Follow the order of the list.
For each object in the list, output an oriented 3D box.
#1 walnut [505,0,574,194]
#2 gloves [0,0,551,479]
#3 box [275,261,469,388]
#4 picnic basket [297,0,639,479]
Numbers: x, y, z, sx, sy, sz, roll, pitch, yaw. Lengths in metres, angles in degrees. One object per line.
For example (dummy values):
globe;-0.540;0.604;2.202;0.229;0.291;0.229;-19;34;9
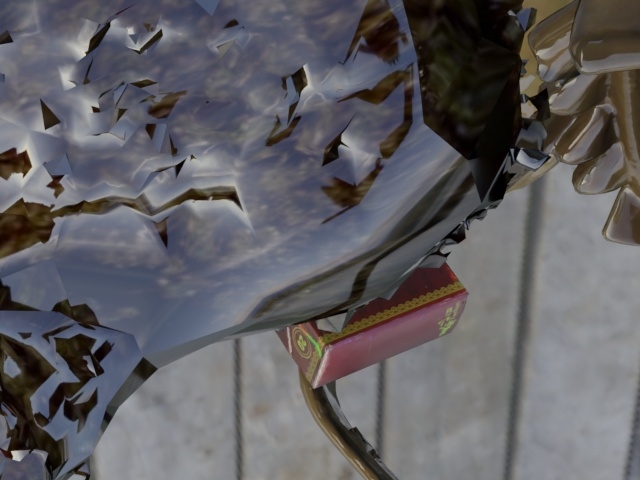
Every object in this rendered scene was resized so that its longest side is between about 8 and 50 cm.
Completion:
walnut;0.031;-0.114;0.898;0.225;0.225;0.261;17;159;-31
gloves;-0.100;-0.054;0.377;0.312;0.135;0.210;12;124;-3
box;0.000;0.000;0.558;0.051;0.082;0.023;-20;149;-27
picnic basket;0.176;0.026;0.652;0.321;0.254;0.291;-42;160;1
